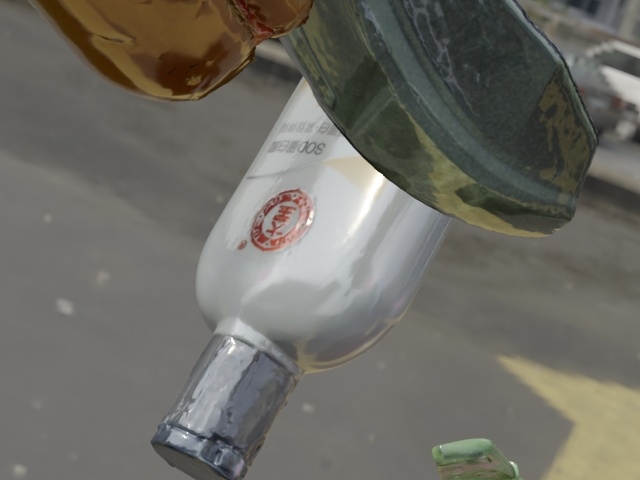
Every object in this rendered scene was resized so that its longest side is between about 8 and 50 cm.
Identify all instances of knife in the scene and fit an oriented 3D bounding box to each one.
[{"bbox_3d":[0.064,0.095,0.690,0.030,0.014,0.207,-13,-17,7],"label":"knife"}]

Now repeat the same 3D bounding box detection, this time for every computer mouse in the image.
[{"bbox_3d":[0.021,-0.084,0.700,0.231,0.071,0.126,51,-11,-19],"label":"computer mouse"}]

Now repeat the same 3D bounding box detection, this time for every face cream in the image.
[{"bbox_3d":[0.000,0.000,0.966,0.144,0.291,0.071,13,-24,43],"label":"face cream"}]

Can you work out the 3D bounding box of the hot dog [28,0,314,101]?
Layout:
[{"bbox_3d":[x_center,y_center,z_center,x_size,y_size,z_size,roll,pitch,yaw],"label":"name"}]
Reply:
[{"bbox_3d":[-0.053,-0.106,0.386,0.062,0.092,0.236,26,-10,25],"label":"hot dog"}]
